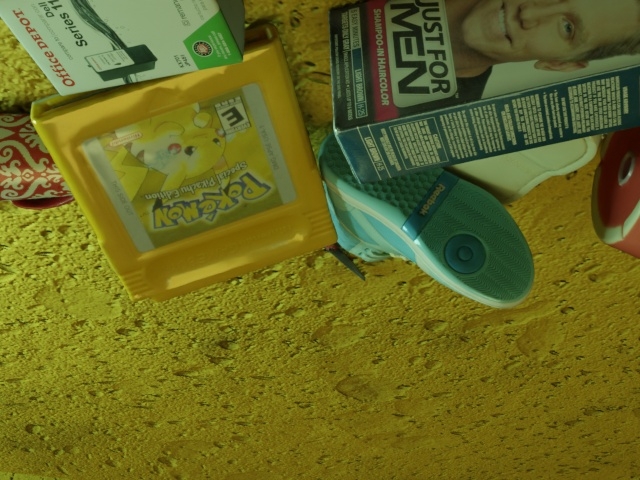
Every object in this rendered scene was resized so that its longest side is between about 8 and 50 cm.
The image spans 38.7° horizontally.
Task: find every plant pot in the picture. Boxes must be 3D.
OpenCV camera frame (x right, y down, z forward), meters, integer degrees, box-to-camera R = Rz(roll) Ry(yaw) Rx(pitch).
[{"bbox_3d":[0.485,-0.065,1.117,0.243,0.275,0.275,12,149,-4],"label":"plant pot"}]

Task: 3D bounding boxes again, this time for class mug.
[{"bbox_3d":[-0.330,-0.102,1.131,0.169,0.113,0.150,-2,176,-10],"label":"mug"}]

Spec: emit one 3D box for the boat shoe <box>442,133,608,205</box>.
[{"bbox_3d":[0.230,-0.123,1.108,0.116,0.097,0.324,32,159,-13],"label":"boat shoe"}]

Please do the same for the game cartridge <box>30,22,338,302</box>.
[{"bbox_3d":[-0.145,-0.073,1.091,0.285,0.053,0.324,-19,133,-1],"label":"game cartridge"}]

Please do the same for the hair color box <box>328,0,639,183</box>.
[{"bbox_3d":[0.188,-0.186,0.940,0.347,0.174,0.105,-11,148,13],"label":"hair color box"}]

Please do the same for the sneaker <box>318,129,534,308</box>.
[{"bbox_3d":[0.132,-0.007,1.201,0.127,0.319,0.208,-44,164,-17],"label":"sneaker"}]

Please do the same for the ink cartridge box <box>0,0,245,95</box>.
[{"bbox_3d":[-0.196,-0.236,0.907,0.208,0.087,0.153,-9,149,12],"label":"ink cartridge box"}]

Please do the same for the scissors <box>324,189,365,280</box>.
[{"bbox_3d":[0.000,0.000,1.411,0.108,0.021,0.297,-10,151,7],"label":"scissors"}]

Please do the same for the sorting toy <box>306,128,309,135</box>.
[{"bbox_3d":[-0.066,-0.144,1.137,0.101,0.042,0.061,-8,168,-15],"label":"sorting toy"}]
